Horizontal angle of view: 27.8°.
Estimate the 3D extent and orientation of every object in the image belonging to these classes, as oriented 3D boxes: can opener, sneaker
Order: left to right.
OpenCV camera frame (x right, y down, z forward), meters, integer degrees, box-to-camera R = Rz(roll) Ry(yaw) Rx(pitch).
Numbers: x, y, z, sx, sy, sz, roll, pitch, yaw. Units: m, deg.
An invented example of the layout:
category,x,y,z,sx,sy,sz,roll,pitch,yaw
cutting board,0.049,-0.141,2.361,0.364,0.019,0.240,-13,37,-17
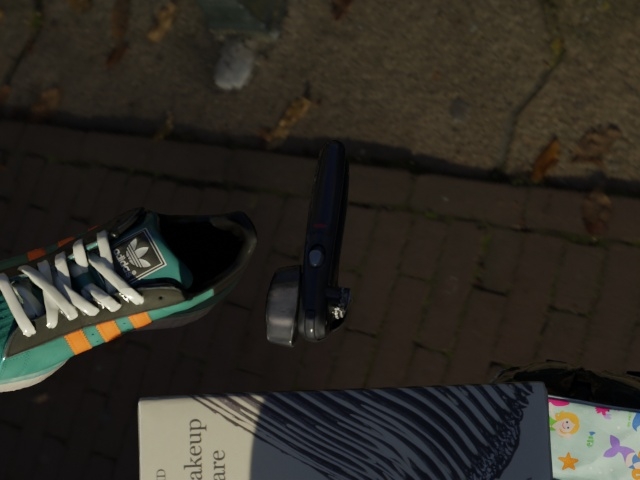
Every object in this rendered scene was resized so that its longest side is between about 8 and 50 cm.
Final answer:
category,x,y,z,sx,sy,sz,roll,pitch,yaw
sneaker,-0.182,0.031,1.046,0.121,0.302,0.108,-43,72,46
can opener,0.000,0.000,1.086,0.073,0.059,0.186,10,70,4

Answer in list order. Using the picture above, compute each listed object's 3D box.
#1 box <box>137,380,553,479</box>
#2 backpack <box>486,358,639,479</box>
category,x,y,z,sx,sy,sz,roll,pitch,yaw
box,0.017,0.155,0.886,0.275,0.094,0.113,-3,82,0
backpack,0.263,0.213,1.312,0.225,0.253,0.191,9,84,14
